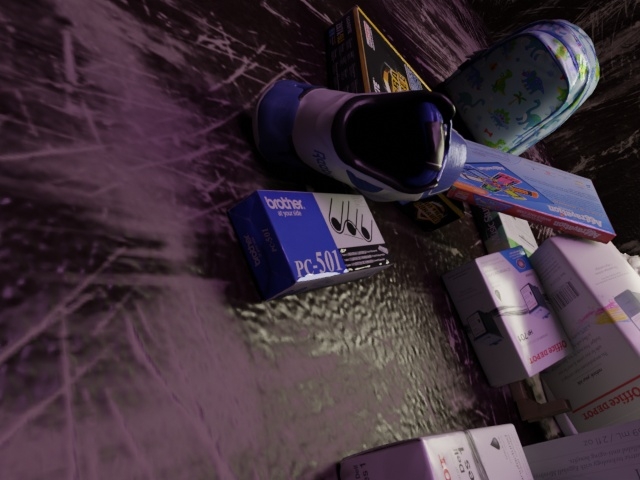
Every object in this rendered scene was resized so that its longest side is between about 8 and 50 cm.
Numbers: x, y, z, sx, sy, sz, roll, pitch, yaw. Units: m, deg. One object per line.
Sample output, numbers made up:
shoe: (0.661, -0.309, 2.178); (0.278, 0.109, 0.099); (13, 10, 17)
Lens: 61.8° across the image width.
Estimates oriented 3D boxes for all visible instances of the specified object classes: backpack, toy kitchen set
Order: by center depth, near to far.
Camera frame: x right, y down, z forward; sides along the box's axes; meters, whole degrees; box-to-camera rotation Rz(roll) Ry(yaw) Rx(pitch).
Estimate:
toy kitchen set: (0.364, 0.250, 0.881); (0.068, 0.075, 0.083); (28, 43, -44)
backpack: (0.468, -0.354, 1.266); (0.273, 0.356, 0.290); (-16, 79, -58)

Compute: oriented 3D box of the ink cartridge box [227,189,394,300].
ink cartridge box: (0.000, 0.000, 0.578); (0.207, 0.046, 0.097); (-4, 67, -57)

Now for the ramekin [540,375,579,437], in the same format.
ramekin: (0.531, 0.305, 1.050); (0.207, 0.109, 0.207); (35, 39, -35)

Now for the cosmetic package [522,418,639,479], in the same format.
cosmetic package: (0.331, 0.340, 0.609); (0.138, 0.224, 0.224); (22, 47, -47)

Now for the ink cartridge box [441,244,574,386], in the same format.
ink cartridge box: (0.299, 0.117, 0.857); (0.140, 0.082, 0.190); (-12, 72, -38)

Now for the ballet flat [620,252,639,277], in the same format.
ballet flat: (0.533, 0.111, 1.107); (0.409, 0.147, 0.146); (78, -3, -67)

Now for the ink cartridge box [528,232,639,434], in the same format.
ink cartridge box: (0.461, 0.176, 0.872); (0.119, 0.207, 0.353); (-13, 60, -24)

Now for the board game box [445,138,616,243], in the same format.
board game box: (0.333, -0.087, 0.877); (0.281, 0.027, 0.145); (16, 43, -8)

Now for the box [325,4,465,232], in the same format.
box: (0.123, -0.205, 0.904); (0.257, 0.079, 0.322); (36, 38, -38)

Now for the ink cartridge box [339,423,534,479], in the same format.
ink cartridge box: (0.131, 0.267, 0.503); (0.219, 0.093, 0.160); (18, 50, -50)

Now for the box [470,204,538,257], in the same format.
box: (0.421, -0.042, 1.232); (0.232, 0.058, 0.321); (24, 45, -46)

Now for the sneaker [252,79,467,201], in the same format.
sneaker: (0.095, -0.099, 0.624); (0.316, 0.182, 0.127); (5, 101, -42)
